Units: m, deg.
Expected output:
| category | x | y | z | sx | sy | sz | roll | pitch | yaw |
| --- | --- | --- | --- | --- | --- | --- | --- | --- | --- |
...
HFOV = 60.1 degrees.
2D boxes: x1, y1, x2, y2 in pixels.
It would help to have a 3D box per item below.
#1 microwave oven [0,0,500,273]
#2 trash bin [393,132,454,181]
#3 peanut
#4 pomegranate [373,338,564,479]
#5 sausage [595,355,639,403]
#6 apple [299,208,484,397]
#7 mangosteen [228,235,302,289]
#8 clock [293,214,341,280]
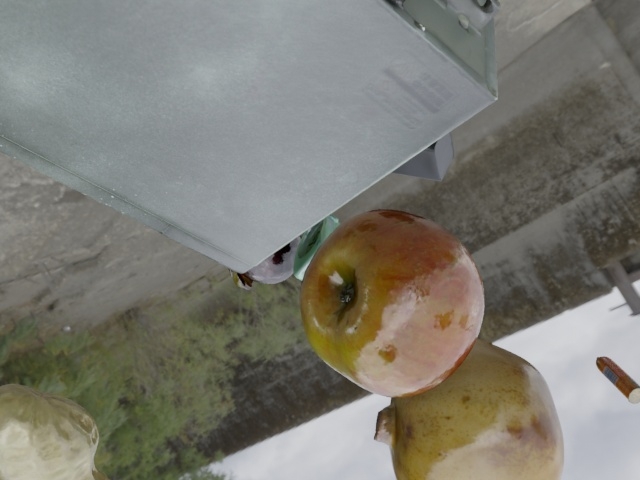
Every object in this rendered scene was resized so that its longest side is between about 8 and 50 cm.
| category | x | y | z | sx | sy | sz | roll | pitch | yaw |
| --- | --- | --- | --- | --- | --- | --- | --- | --- | --- |
| microwave oven | -0.129 | -0.214 | 0.398 | 0.374 | 0.432 | 0.236 | -31 | -143 | 45 |
| trash bin | 0.207 | -0.243 | 1.394 | 0.115 | 0.225 | 0.165 | -61 | 151 | -18 |
| peanut | -0.334 | 0.287 | 0.702 | 0.125 | 0.274 | 0.111 | -33 | -143 | -32 |
| pomegranate | 0.305 | 0.399 | 1.178 | 0.416 | 0.417 | 0.416 | -31 | 176 | -2 |
| sausage | 0.497 | 0.227 | 0.928 | 0.031 | 0.031 | 0.107 | -32 | -155 | 6 |
| apple | 0.108 | 0.089 | 0.858 | 0.301 | 0.301 | 0.301 | -31 | 176 | -2 |
| mangosteen | -0.177 | 0.029 | 1.600 | 0.265 | 0.228 | 0.228 | -38 | 174 | 29 |
| clock | 0.000 | 0.000 | 1.444 | 0.159 | 0.066 | 0.211 | -47 | -158 | 36 |
